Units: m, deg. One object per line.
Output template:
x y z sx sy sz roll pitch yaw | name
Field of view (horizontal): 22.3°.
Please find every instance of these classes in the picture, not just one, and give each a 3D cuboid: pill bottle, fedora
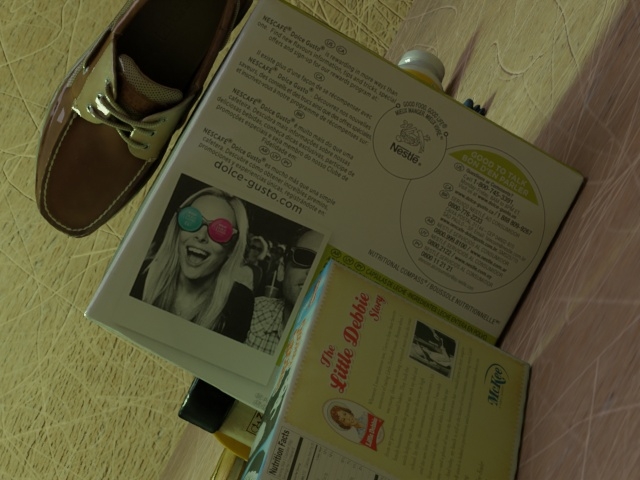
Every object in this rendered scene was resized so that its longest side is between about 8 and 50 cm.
0.132 -0.208 2.523 0.103 0.103 0.184 -54 11 53 | pill bottle
-0.120 0.357 2.203 0.194 0.079 0.194 -157 90 -87 | fedora

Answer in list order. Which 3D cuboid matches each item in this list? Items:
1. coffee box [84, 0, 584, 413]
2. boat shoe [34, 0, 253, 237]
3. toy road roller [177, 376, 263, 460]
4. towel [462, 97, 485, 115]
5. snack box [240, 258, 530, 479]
0.000 0.000 1.579 0.334 0.338 0.337 -61 7 -3 | coffee box
-0.169 -0.142 1.477 0.324 0.123 0.116 -60 9 13 | boat shoe
-0.018 0.107 1.896 0.330 0.202 0.240 -63 4 7 | toy road roller
0.176 -0.124 2.138 0.119 0.029 0.067 -65 7 -24 | towel
0.048 0.158 1.186 0.060 0.187 0.322 -58 7 33 | snack box
